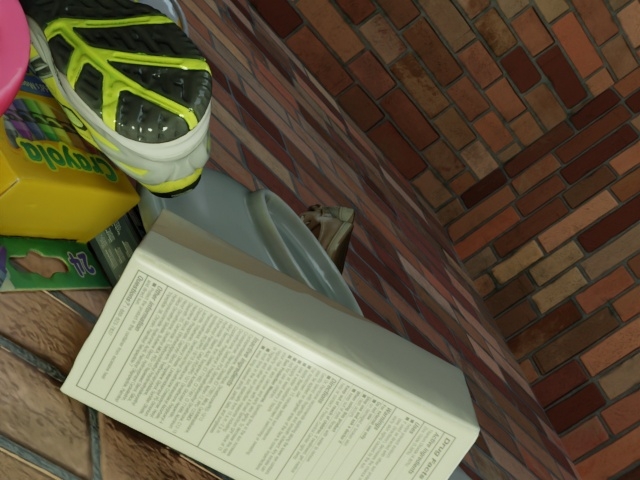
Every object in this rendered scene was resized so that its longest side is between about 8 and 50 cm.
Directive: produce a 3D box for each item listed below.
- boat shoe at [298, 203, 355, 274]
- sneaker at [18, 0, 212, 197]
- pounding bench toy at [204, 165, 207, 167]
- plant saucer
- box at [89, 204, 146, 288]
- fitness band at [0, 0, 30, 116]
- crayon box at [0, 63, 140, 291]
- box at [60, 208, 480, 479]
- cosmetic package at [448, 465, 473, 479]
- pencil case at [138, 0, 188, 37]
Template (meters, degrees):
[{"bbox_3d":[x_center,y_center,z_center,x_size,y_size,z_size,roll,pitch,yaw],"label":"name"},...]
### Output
[{"bbox_3d":[0.000,0.000,1.600,0.098,0.109,0.302,13,16,1],"label":"boat shoe"},{"bbox_3d":[-0.228,-0.189,0.896,0.384,0.145,0.147,56,-20,29],"label":"sneaker"},{"bbox_3d":[-0.163,-0.061,1.216,0.052,0.065,0.083,22,-11,40],"label":"pounding bench toy"},{"bbox_3d":[-0.042,0.055,1.058,0.400,0.101,0.400,54,9,-13],"label":"plant saucer"},{"bbox_3d":[-0.150,0.055,1.002,0.220,0.051,0.175,58,13,19],"label":"box"},{"bbox_3d":[-0.350,-0.199,0.726,0.209,0.054,0.290,-24,75,-42],"label":"fitness band"},{"bbox_3d":[-0.293,-0.108,0.860,0.323,0.083,0.203,57,13,11],"label":"crayon box"},{"bbox_3d":[-0.038,0.118,0.801,0.311,0.148,0.121,30,16,-8],"label":"box"},{"bbox_3d":[0.100,0.377,0.802,0.230,0.161,0.453,51,13,-12],"label":"cosmetic package"},{"bbox_3d":[-0.239,-0.243,1.112,0.114,0.124,0.273,0,11,-22],"label":"pencil case"}]
